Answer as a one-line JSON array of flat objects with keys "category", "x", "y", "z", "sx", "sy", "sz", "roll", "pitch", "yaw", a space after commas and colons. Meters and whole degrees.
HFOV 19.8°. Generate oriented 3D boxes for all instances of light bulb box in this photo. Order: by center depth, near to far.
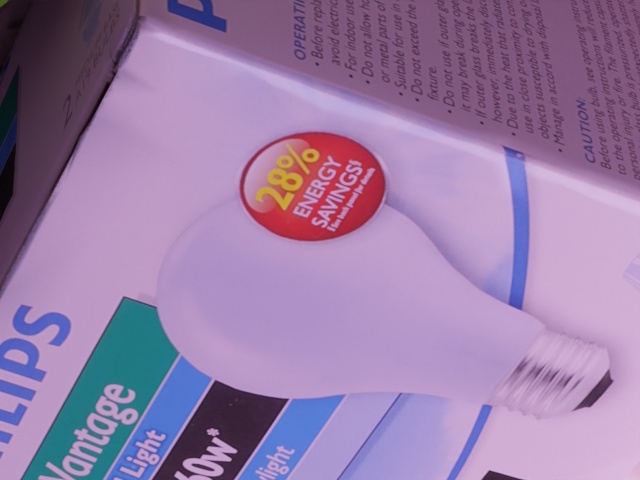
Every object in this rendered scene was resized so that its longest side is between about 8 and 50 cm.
[{"category": "light bulb box", "x": 0.000, "y": 0.000, "z": 0.996, "sx": 0.361, "sy": 0.225, "sz": 0.358, "roll": 17, "pitch": 129, "yaw": -19}]

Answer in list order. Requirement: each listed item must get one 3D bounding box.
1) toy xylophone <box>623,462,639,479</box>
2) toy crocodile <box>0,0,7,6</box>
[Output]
[{"category": "toy xylophone", "x": 0.138, "y": 0.263, "z": 1.631, "sx": 0.236, "sy": 0.081, "sz": 0.322, "roll": 27, "pitch": 122, "yaw": -33}, {"category": "toy crocodile", "x": -0.135, "y": -0.202, "z": 0.837, "sx": 0.105, "sy": 0.115, "sz": 0.340, "roll": 8, "pitch": 132, "yaw": -41}]
